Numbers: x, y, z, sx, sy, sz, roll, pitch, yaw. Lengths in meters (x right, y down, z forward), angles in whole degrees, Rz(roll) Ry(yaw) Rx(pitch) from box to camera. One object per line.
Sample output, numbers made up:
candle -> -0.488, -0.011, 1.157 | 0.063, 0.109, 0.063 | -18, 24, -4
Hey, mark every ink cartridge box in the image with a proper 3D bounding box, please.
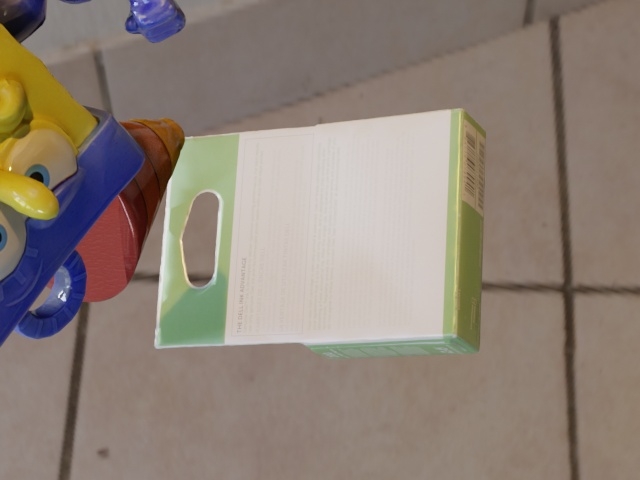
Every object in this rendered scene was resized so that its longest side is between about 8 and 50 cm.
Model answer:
ink cartridge box -> 0.000, 0.000, 1.173 | 0.235, 0.056, 0.171 | -5, 72, 24

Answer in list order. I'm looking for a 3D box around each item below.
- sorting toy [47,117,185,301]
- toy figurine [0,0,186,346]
sorting toy -> -0.227, -0.045, 1.096 | 0.365, 0.127, 0.126 | 1, 29, 38
toy figurine -> -0.146, -0.063, 0.565 | 0.191, 0.217, 0.362 | 9, 56, 43
